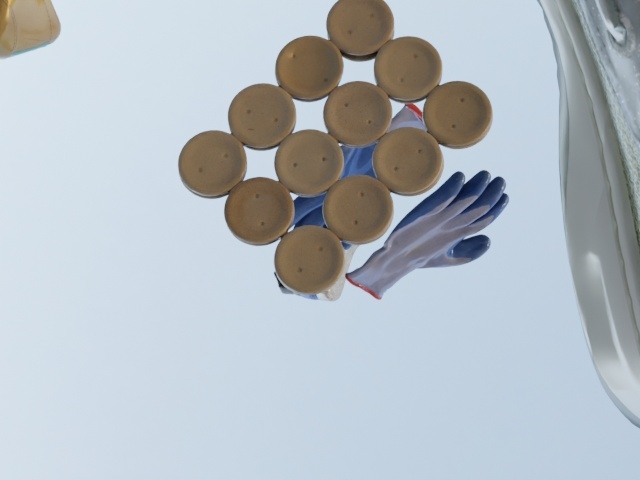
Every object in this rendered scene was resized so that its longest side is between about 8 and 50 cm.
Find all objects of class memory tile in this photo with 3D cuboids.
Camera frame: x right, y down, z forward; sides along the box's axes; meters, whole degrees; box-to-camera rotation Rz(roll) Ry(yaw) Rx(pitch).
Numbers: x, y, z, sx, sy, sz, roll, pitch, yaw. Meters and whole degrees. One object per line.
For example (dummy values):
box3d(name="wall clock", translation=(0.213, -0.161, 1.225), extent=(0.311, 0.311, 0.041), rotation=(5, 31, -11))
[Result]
box3d(name="memory tile", translation=(0.007, -0.053, 0.781), extent=(0.148, 0.012, 0.113), rotation=(-44, -105, -9))

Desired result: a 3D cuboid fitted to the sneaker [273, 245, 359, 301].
box3d(name="sneaker", translation=(0.000, -0.001, 1.641), extent=(0.084, 0.058, 0.152), rotation=(6, -125, 27))

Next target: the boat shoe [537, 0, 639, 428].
box3d(name="boat shoe", translation=(0.114, -0.088, 0.418), extent=(0.118, 0.320, 0.103), rotation=(-16, -169, -27))

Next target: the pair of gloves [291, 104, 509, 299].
box3d(name="pair of gloves", translation=(0.064, -0.023, 1.232), extent=(0.159, 0.198, 0.023), rotation=(-39, -139, 15))

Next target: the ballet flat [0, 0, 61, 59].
box3d(name="ballet flat", translation=(-0.229, -0.232, 1.009), extent=(0.073, 0.232, 0.080), rotation=(-9, 173, -39))
